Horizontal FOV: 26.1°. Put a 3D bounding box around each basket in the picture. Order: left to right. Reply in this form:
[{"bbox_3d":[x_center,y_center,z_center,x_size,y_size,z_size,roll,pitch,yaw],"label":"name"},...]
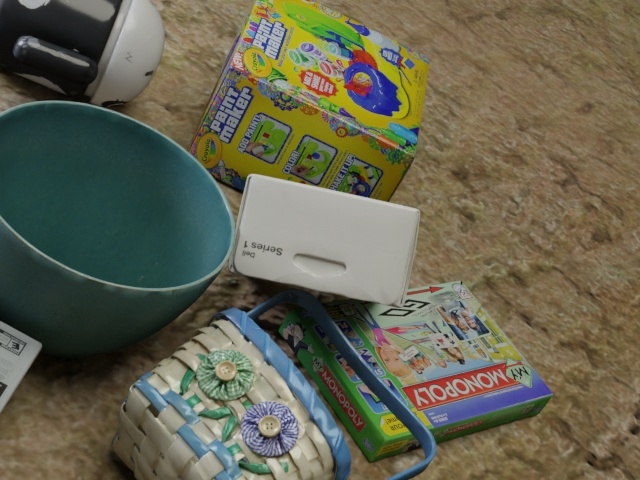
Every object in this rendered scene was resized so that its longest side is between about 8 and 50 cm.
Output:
[{"bbox_3d":[-0.047,0.193,1.448,0.289,0.201,0.255,-25,62,-41],"label":"basket"}]

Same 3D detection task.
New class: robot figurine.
[{"bbox_3d":[-0.348,-0.286,1.849,0.278,0.173,0.209,22,66,-14],"label":"robot figurine"}]

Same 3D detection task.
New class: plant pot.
[{"bbox_3d":[-0.265,0.015,1.509,0.290,0.195,0.290,21,35,-16],"label":"plant pot"}]

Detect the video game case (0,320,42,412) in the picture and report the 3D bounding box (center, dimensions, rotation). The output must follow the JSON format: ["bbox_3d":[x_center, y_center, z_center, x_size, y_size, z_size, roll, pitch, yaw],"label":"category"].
[{"bbox_3d":[-0.385,0.110,1.328,0.190,0.022,0.173,30,33,-6],"label":"video game case"}]

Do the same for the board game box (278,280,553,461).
[{"bbox_3d":[0.127,0.158,1.765,0.317,0.046,0.213,-8,49,-43],"label":"board game box"}]

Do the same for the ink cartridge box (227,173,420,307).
[{"bbox_3d":[0.000,0.000,1.646,0.201,0.117,0.278,12,0,-2],"label":"ink cartridge box"}]

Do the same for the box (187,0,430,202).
[{"bbox_3d":[-0.013,-0.188,1.975,0.279,0.177,0.290,24,35,-9],"label":"box"}]
